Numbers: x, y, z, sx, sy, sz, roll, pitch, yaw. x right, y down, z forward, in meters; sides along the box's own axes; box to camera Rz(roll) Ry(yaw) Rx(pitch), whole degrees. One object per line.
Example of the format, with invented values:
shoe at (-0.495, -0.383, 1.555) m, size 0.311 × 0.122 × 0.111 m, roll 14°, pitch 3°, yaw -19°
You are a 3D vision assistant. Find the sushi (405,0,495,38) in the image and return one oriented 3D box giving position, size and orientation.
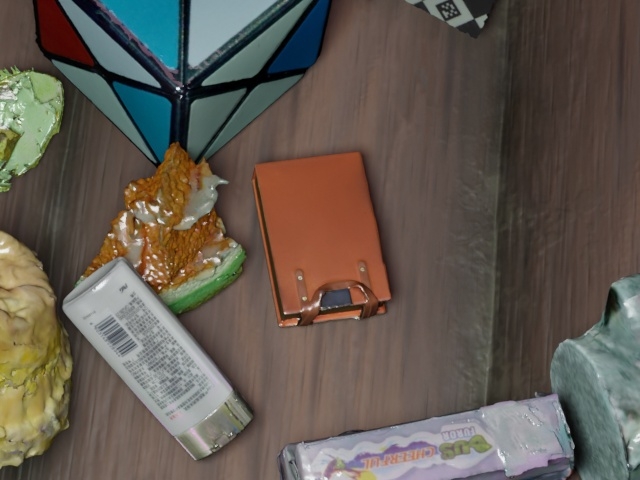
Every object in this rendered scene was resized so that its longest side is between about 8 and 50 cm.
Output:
sushi at (0.123, -0.370, 2.135) m, size 0.231 × 0.047 × 0.220 m, roll 28°, pitch 64°, yaw -2°

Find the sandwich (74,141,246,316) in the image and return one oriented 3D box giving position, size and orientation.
sandwich at (-0.174, 0.006, 1.900) m, size 0.185 × 0.160 × 0.109 m, roll -38°, pitch 63°, yaw -23°

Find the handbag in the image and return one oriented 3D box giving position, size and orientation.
handbag at (0.000, 0.000, 1.979) m, size 0.127 × 0.063 × 0.190 m, roll -8°, pitch 68°, yaw -11°

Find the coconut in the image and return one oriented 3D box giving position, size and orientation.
coconut at (-0.360, -0.131, 1.975) m, size 0.133 × 0.055 × 0.158 m, roll 42°, pitch 69°, yaw 9°

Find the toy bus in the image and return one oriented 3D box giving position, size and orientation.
toy bus at (0.118, 0.233, 1.868) m, size 0.317 × 0.138 × 0.112 m, roll -12°, pitch 74°, yaw -10°

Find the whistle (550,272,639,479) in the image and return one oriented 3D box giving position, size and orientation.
whistle at (0.385, 0.242, 1.875) m, size 0.168 × 0.188 × 0.405 m, roll -16°, pitch 74°, yaw -13°

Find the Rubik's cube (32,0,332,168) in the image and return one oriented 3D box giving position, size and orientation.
Rubik's cube at (-0.152, -0.260, 1.949) m, size 0.248 × 0.250 × 0.246 m, roll 43°, pitch 71°, yaw 10°

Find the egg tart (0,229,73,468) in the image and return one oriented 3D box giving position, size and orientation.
egg tart at (-0.381, 0.072, 1.773) m, size 0.352 × 0.150 × 0.352 m, roll 32°, pitch 27°, yaw -19°

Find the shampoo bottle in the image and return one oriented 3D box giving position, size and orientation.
shampoo bottle at (-0.170, 0.126, 1.857) m, size 0.086 × 0.056 × 0.227 m, roll -38°, pitch 106°, yaw 6°
